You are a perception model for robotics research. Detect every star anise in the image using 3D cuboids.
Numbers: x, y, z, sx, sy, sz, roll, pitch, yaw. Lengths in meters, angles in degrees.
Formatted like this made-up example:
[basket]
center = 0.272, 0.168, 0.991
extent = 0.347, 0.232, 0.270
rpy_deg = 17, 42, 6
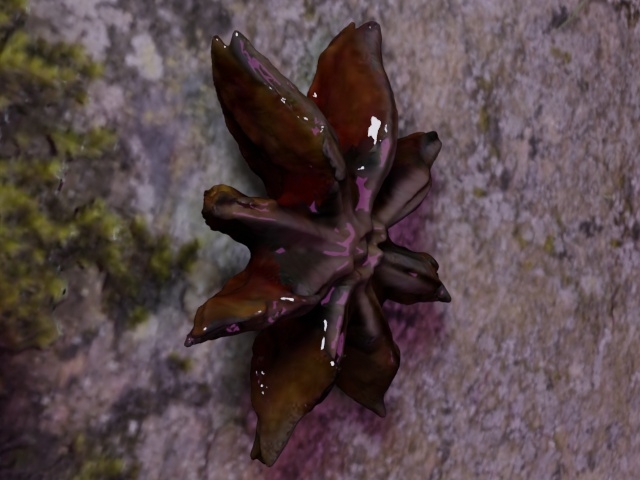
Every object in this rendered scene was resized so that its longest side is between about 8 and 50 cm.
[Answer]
[star anise]
center = -0.001, 0.000, 0.747
extent = 0.288, 0.088, 0.288
rpy_deg = -12, 104, -56
